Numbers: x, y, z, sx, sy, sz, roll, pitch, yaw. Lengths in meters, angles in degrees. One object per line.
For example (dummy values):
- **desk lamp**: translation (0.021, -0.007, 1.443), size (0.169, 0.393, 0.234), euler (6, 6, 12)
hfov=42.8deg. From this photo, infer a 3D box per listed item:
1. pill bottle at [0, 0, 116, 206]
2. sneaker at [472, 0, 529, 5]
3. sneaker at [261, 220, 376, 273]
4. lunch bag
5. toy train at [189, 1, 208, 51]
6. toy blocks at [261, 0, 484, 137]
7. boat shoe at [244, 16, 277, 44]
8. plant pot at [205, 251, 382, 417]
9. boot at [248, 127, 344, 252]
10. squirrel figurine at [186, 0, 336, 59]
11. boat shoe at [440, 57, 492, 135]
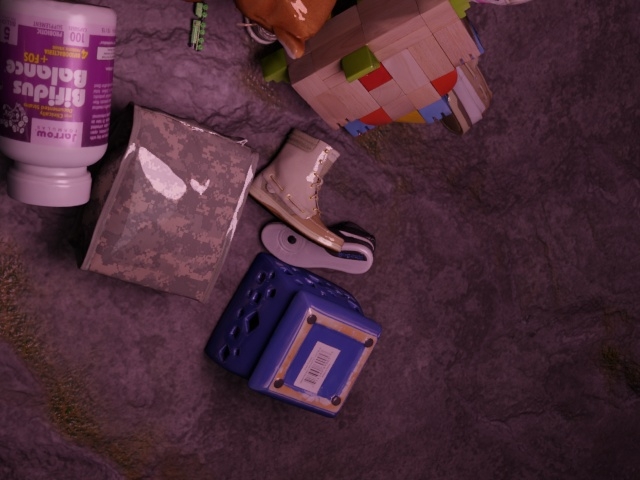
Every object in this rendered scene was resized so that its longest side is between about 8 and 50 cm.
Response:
- **pill bottle**: translation (-0.405, -0.211, 1.244), size (0.169, 0.169, 0.302), euler (0, 107, -27)
- **sneaker**: translation (0.310, -0.497, 1.539), size (0.252, 0.111, 0.103), euler (-6, 110, -25)
- **sneaker**: translation (0.000, 0.000, 1.581), size (0.216, 0.121, 0.079), euler (16, 115, 4)
- **lunch bag**: translation (-0.259, -0.072, 1.368), size (0.235, 0.169, 0.287), euler (19, 103, -30)
- **toy train**: translation (-0.206, -0.362, 1.382), size (0.023, 0.017, 0.083), euler (6, 105, -18)
- **toy blocks**: translation (0.131, -0.295, 1.411), size (0.381, 0.191, 0.261), euler (-25, 144, 21)
- **boat shoe**: translation (-0.035, -0.476, 1.384), size (0.109, 0.091, 0.305), euler (23, 96, -31)
- **plant pot**: translation (-0.040, 0.190, 1.543), size (0.236, 0.212, 0.236), euler (27, 94, -32)
- **boot**: translation (-0.011, -0.092, 1.487), size (0.165, 0.213, 0.077), euler (-52, 166, -5)
- **squirrel figurine**: translation (-0.127, -0.427, 1.169), size (0.370, 0.397, 0.281), euler (34, 83, -17)
- **boat shoe**: translation (0.239, -0.346, 1.564), size (0.103, 0.113, 0.302), euler (-42, 131, -10)
